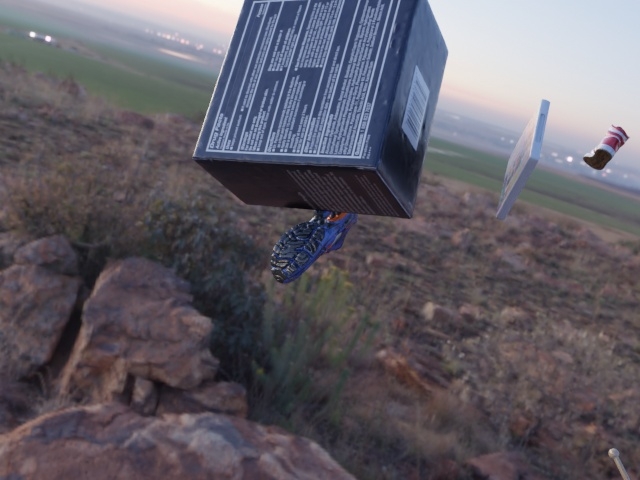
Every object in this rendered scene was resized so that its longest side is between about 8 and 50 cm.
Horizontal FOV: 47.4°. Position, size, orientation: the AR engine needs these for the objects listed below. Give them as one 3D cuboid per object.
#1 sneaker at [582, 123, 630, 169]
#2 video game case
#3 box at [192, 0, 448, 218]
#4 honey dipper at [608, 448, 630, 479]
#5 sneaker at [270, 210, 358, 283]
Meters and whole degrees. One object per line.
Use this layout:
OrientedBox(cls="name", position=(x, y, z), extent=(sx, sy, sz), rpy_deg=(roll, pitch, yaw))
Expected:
OrientedBox(cls="sneaker", position=(0.529, -0.173, 1.345), extent=(0.042, 0.067, 0.118), rpy_deg=(37, -4, 5))
OrientedBox(cls="video game case", position=(0.335, -0.132, 1.208), extent=(0.019, 0.157, 0.143), rpy_deg=(20, 54, 4))
OrientedBox(cls="box", position=(0.009, -0.208, 1.098), extent=(0.294, 0.296, 0.183), rpy_deg=(7, -18, 26))
OrientedBox(cls="honey dipper", position=(0.544, 0.438, 1.263), extent=(0.030, 0.030, 0.160), rpy_deg=(7, 51, -36))
OrientedBox(cls="sneaker", position=(0.000, 0.000, 1.325), extent=(0.083, 0.221, 0.087), rpy_deg=(32, -20, 38))
